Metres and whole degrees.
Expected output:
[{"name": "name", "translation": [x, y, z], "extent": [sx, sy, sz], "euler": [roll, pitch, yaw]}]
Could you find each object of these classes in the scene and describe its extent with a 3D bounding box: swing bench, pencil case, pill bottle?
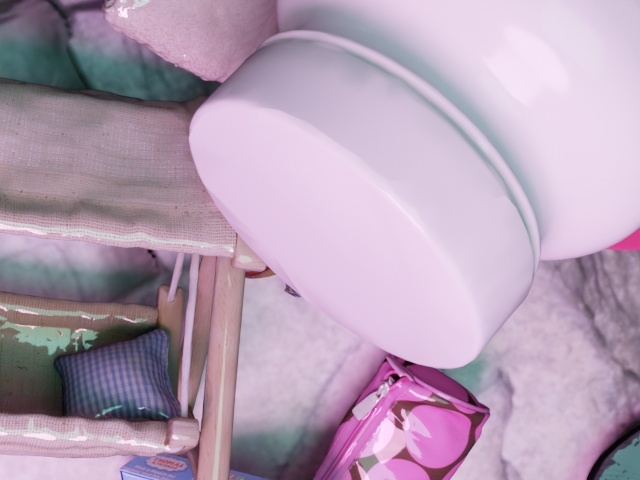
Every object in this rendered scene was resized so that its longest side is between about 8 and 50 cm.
[{"name": "swing bench", "translation": [-0.174, 0.030, 0.575], "extent": [0.253, 0.165, 0.255], "euler": [6, 102, -18]}, {"name": "pencil case", "translation": [0.030, 0.182, 0.716], "extent": [0.098, 0.095, 0.209], "euler": [26, 96, -52]}, {"name": "pill bottle", "translation": [0.126, -0.140, 0.526], "extent": [0.408, 0.229, 0.229], "euler": [-49, 113, -21]}]

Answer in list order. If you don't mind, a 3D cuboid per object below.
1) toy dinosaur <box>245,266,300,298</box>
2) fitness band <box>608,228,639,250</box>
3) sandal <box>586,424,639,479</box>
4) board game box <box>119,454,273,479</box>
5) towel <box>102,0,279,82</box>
[{"name": "toy dinosaur", "translation": [0.000, 0.000, 0.687], "extent": [0.090, 0.047, 0.082], "euler": [19, 79, -10]}, {"name": "fitness band", "translation": [0.267, -0.109, 0.735], "extent": [0.290, 0.054, 0.209], "euler": [-19, 106, -12]}, {"name": "sandal", "translation": [0.412, 0.122, 0.774], "extent": [0.445, 0.107, 0.167], "euler": [-41, 81, -3]}, {"name": "board game box", "translation": [-0.058, 0.262, 0.684], "extent": [0.039, 0.160, 0.212], "euler": [-29, 120, -55]}, {"name": "towel", "translation": [-0.002, -0.217, 0.595], "extent": [0.187, 0.049, 0.282], "euler": [26, 89, -36]}]
